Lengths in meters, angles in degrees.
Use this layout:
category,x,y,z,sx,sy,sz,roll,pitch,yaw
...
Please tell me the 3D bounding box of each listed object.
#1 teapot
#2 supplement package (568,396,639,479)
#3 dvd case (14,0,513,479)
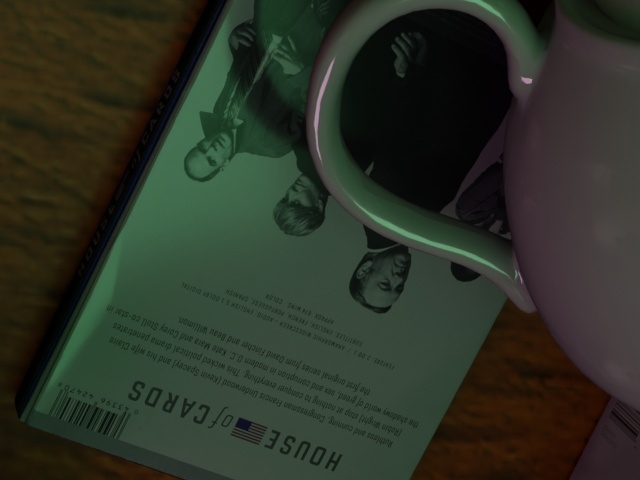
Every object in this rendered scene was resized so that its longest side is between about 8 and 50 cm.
category,x,y,z,sx,sy,sz,roll,pitch,yaw
teapot,0.166,-0.063,0.628,0.256,0.252,0.187,-40,124,-27
supplement package,0.264,0.124,0.808,0.244,0.134,0.139,21,102,-22
dvd case,0.000,0.000,0.744,0.179,0.029,0.238,23,101,-23
